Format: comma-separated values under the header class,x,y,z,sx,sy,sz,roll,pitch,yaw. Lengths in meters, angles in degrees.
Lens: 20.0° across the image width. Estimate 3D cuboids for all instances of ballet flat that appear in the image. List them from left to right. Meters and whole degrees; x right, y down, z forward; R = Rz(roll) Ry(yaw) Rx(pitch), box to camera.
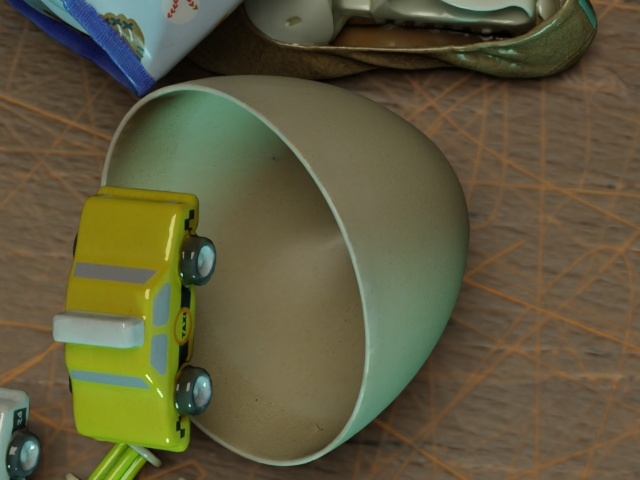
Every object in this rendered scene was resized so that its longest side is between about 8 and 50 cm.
class,x,y,z,sx,sy,sz,roll,pitch,yaw
ballet flat,0.049,-0.188,1.443,0.342,0.124,0.116,5,73,6

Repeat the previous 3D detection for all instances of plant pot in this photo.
class,x,y,z,sx,sy,sz,roll,pitch,yaw
plant pot,0.000,0.000,1.340,0.191,0.284,0.284,-22,69,-39

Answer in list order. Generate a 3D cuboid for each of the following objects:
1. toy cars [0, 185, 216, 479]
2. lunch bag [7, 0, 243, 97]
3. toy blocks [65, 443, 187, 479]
class,x,y,z,sx,sy,sz,roll,pitch,yaw
toy cars,-0.205,0.130,1.300,0.176,0.087,0.393,48,111,14
lunch bag,-0.157,-0.332,1.412,0.328,0.239,0.385,-41,32,-8
toy blocks,-0.158,0.231,1.371,0.123,0.054,0.148,36,80,13
